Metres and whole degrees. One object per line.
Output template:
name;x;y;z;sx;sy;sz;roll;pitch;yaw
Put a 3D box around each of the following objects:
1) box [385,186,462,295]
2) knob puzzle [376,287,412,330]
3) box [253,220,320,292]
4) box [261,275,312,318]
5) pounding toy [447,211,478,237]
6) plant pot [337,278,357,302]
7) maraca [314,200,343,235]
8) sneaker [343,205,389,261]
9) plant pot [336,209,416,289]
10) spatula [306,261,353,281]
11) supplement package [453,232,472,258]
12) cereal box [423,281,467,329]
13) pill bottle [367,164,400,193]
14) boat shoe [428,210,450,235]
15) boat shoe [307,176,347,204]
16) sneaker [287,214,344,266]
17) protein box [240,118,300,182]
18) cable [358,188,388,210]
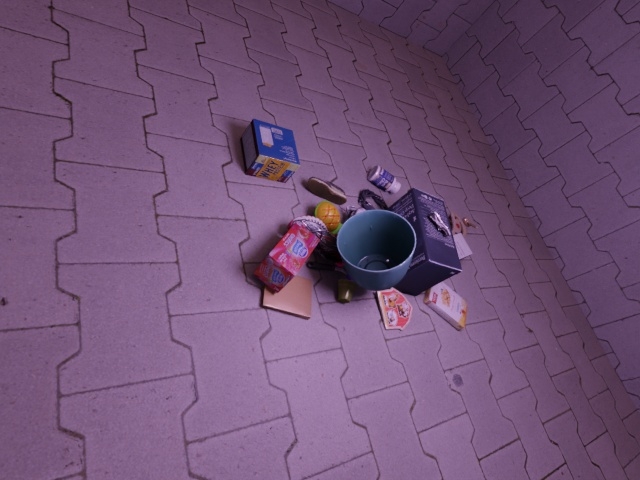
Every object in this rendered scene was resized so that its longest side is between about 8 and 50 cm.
box;0.438;0.012;1.865;0.212;0.293;0.395;16;52;-29
knob puzzle;0.343;0.299;1.767;0.213;0.030;0.213;17;59;-30
box;-0.121;0.056;1.491;0.123;0.128;0.256;40;37;-5
box;-0.122;0.195;1.496;0.201;0.021;0.164;21;50;-26
pounding toy;0.796;-0.090;2.311;0.154;0.155;0.269;50;44;-5
plant pot;0.103;0.211;1.630;0.083;0.083;0.079;25;61;-23
maraca;0.040;-0.087;1.765;0.127;0.099;0.185;-42;111;-27
sneaker;0.210;-0.007;1.818;0.210;0.137;0.365;19;46;-26
plant pot;0.220;0.062;1.583;0.293;0.235;0.292;-4;53;6
spatula;0.073;0.123;1.691;0.297;0.030;0.084;14;53;-30
supplement package;0.664;0.063;2.117;0.244;0.139;0.133;-13;72;-43
cereal box;0.624;0.306;1.985;0.240;0.047;0.173;39;45;-11
pill bottle;0.348;-0.325;2.166;0.170;0.094;0.094;30;47;-18
boat shoe;0.518;-0.067;1.742;0.125;0.038;0.046;55;2;-1
boat shoe;0.030;-0.242;1.878;0.224;0.080;0.073;26;43;-29
sneaker;0.000;0.000;1.644;0.299;0.121;0.112;28;38;-20
protein box;-0.219;-0.384;1.733;0.200;0.136;0.201;7;57;-35
cable;0.278;-0.186;2.060;0.185;0.047;0.150;31;42;-14
